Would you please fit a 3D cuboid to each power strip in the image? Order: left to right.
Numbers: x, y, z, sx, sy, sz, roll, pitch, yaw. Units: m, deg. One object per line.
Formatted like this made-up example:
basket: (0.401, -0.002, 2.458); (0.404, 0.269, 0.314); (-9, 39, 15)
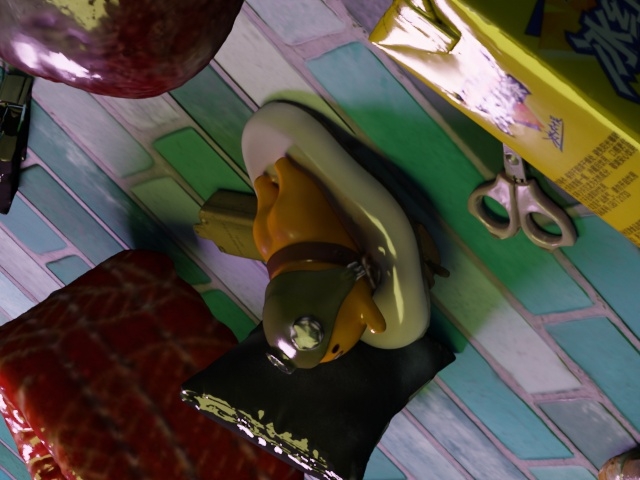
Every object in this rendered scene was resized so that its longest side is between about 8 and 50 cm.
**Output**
power strip: (0.000, 0.000, 1.693); (0.305, 0.044, 0.064); (11, 143, 40)

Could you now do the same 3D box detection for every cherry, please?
cherry: (-0.168, -0.232, 1.351); (0.230, 0.203, 0.300); (28, 144, 28)

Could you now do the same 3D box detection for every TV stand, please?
TV stand: (-0.331, -0.098, 1.900); (0.042, 0.036, 0.249); (14, 152, -5)

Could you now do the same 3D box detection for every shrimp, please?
shrimp: (0.348, 0.242, 1.680); (0.150, 0.051, 0.217); (37, 160, -9)

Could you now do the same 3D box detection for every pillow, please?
pillow: (0.005, 0.121, 1.683); (0.186, 0.250, 0.106); (27, 125, 12)

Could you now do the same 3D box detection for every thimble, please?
thimble: (-0.187, 0.195, 1.889); (0.350, 0.230, 0.350); (49, 160, 25)

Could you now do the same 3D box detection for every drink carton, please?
drink carton: (0.219, -0.094, 1.185); (0.351, 0.154, 0.111); (37, 152, -4)

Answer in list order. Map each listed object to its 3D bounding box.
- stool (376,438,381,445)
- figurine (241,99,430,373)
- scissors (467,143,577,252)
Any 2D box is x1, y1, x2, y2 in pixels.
stool: (0.015, 0.157, 1.844); (0.135, 0.134, 0.110); (-10, 145, -10)
figurine: (-0.024, 0.016, 1.572); (0.250, 0.141, 0.166); (53, 143, 1)
scissors: (0.157, -0.058, 1.463); (0.100, 0.015, 0.189); (19, 146, 26)
